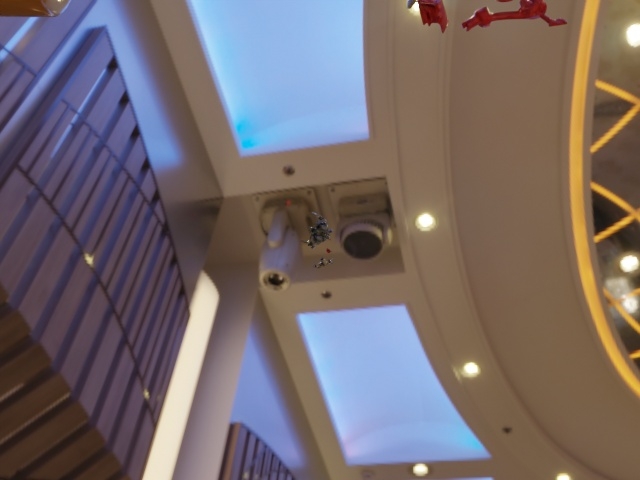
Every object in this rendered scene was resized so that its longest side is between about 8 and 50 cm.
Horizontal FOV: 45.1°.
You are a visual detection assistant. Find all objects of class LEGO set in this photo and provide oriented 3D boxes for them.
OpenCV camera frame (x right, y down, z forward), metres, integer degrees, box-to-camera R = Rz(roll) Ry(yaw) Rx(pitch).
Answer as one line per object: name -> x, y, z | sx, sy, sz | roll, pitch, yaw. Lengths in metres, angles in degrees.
LEGO set -> 0.002, 0.000, 1.110 | 0.023, 0.054, 0.083 | 10, -48, 57

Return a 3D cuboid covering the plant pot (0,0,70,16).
plant pot -> -0.254, -0.227, 0.491 | 0.188, 0.205, 0.205 | 11, -49, -7

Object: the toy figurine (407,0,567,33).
toy figurine -> 0.199, -0.415, 0.787 | 0.191, 0.362, 0.217 | 15, -25, 32
